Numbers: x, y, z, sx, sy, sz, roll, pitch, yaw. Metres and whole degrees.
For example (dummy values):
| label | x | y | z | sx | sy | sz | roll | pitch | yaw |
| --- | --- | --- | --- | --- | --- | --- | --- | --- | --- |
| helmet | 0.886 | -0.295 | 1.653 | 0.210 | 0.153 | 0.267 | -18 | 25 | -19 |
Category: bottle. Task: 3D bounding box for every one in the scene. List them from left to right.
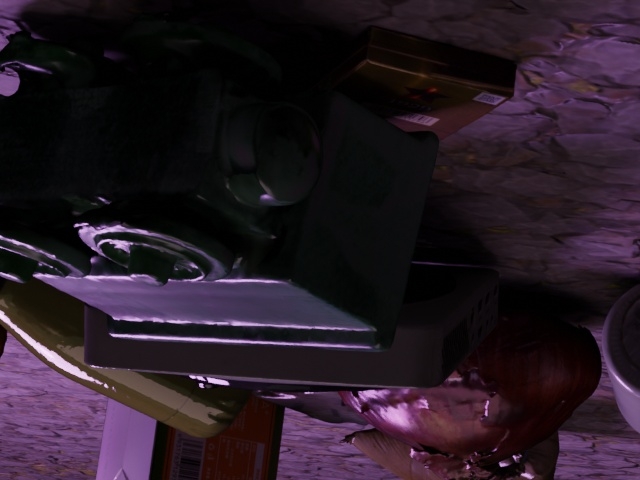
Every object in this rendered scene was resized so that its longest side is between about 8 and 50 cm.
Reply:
| label | x | y | z | sx | sy | sz | roll | pitch | yaw |
| --- | --- | --- | --- | --- | --- | --- | --- | --- | --- |
| bottle | -0.179 | 0.067 | 1.546 | 0.260 | 0.112 | 0.112 | 27 | 159 | -19 |
| bottle | 0.290 | 0.107 | 1.533 | 0.104 | 0.104 | 0.245 | 3 | 164 | 14 |

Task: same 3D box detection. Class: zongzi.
| label | x | y | z | sx | sy | sz | roll | pitch | yaw |
| --- | --- | --- | --- | --- | --- | --- | --- | --- | --- |
| zongzi | 0.141 | 0.224 | 2.075 | 0.256 | 0.115 | 0.228 | 15 | 163 | 9 |

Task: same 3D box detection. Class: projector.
| label | x | y | z | sx | sy | sz | roll | pitch | yaw |
| --- | --- | --- | --- | --- | --- | --- | --- | --- | --- |
| projector | -0.013 | 0.062 | 1.385 | 0.259 | 0.079 | 0.257 | 2 | -171 | 15 |

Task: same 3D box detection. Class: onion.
| label | x | y | z | sx | sy | sz | roll | pitch | yaw |
| --- | --- | --- | --- | --- | --- | --- | --- | --- | --- |
| onion | 0.121 | 0.131 | 1.583 | 0.230 | 0.163 | 0.230 | 4 | 179 | 0 |

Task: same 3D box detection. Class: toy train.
| label | x | y | z | sx | sy | sz | roll | pitch | yaw |
| --- | --- | --- | --- | --- | --- | --- | --- | --- | --- |
| toy train | -0.084 | -0.029 | 1.054 | 0.266 | 0.145 | 0.202 | 1 | 160 | 43 |

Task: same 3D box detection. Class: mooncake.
| label | x | y | z | sx | sy | sz | roll | pitch | yaw |
| --- | --- | --- | --- | --- | --- | --- | --- | --- | --- |
| mooncake | 0.006 | 0.131 | 1.810 | 0.130 | 0.073 | 0.125 | -6 | 158 | 36 |

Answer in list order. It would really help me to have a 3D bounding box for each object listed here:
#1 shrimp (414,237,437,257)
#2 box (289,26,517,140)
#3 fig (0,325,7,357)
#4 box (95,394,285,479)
| label | x | y | z | sx | sy | sz | roll | pitch | yaw |
| --- | --- | --- | --- | --- | --- | --- | --- | --- | --- |
| shrimp | 0.000 | 0.000 | 1.322 | 0.165 | 0.065 | 0.056 | 4 | 140 | 21 |
| box | 0.043 | -0.083 | 1.070 | 0.090 | 0.023 | 0.133 | 10 | 165 | -18 |
| fig | -0.367 | 0.117 | 1.650 | 0.134 | 0.201 | 0.146 | 22 | 168 | 25 |
| box | -0.130 | 0.204 | 1.909 | 0.148 | 0.194 | 0.177 | 12 | 164 | -22 |
